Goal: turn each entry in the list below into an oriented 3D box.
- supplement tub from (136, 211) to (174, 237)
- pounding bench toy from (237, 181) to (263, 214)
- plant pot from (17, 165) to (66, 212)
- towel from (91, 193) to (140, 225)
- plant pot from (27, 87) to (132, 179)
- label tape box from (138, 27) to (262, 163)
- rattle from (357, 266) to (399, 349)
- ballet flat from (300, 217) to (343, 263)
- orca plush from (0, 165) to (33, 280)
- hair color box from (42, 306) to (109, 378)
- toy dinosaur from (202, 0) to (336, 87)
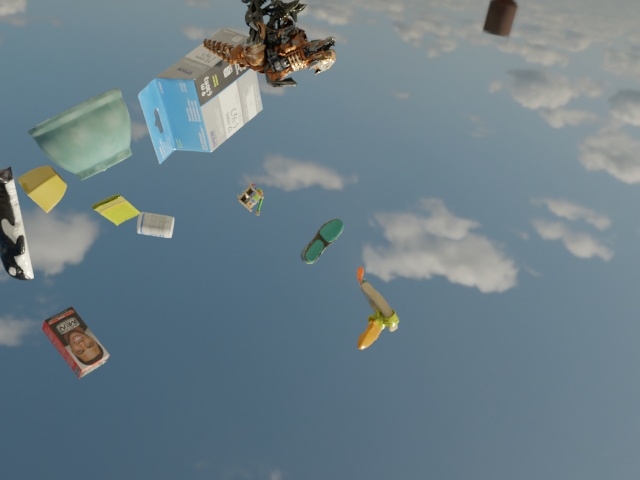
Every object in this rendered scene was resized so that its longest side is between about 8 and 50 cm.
[{"bbox_3d":[-0.523,-0.049,2.170,0.107,0.071,0.071,9,-157,-7],"label":"supplement tub"},{"bbox_3d":[-0.194,-0.123,2.031,0.083,0.065,0.052,42,-172,-21],"label":"pounding bench toy"},{"bbox_3d":[-0.683,-0.137,1.699,0.083,0.081,0.081,-41,-128,-8],"label":"plant pot"},{"bbox_3d":[-0.711,-0.105,2.396,0.102,0.021,0.237,-24,168,-3],"label":"towel"},{"bbox_3d":[-0.683,-0.302,2.036,0.293,0.196,0.293,-24,-164,8],"label":"plant pot"},{"bbox_3d":[-0.320,-0.385,1.890,0.115,0.249,0.348,24,-125,24],"label":"label tape box"},{"bbox_3d":[0.116,0.188,1.905,0.200,0.142,0.130,51,-174,23],"label":"rattle"},{"bbox_3d":[0.000,0.000,2.222,0.070,0.070,0.188,28,-117,35],"label":"ballet flat"},{"bbox_3d":[-0.780,-0.030,1.669,0.102,0.287,0.151,-11,-145,-22],"label":"orca plush"},{"bbox_3d":[-0.529,0.219,1.477,0.141,0.043,0.072,48,-133,10],"label":"hair color box"},{"bbox_3d":[-0.121,-0.459,1.560,0.321,0.219,0.164,6,179,1],"label":"toy dinosaur"}]
